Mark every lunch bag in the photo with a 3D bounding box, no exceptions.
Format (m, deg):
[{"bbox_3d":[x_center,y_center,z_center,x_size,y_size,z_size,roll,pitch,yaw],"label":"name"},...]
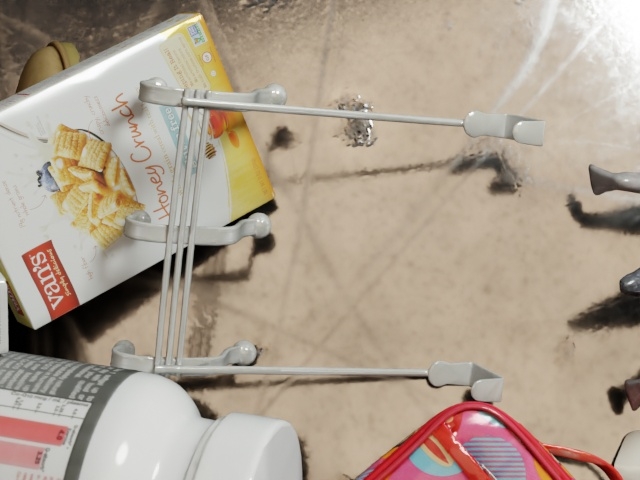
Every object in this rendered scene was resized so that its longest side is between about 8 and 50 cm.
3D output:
[{"bbox_3d":[0.150,0.278,1.350,0.258,0.120,0.293,-41,86,-8],"label":"lunch bag"}]

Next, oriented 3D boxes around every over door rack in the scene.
[{"bbox_3d":[0.000,0.000,1.372,0.324,0.108,0.239,5,100,-12],"label":"over door rack"}]

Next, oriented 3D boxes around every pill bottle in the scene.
[{"bbox_3d":[-0.210,0.193,1.286,0.363,0.210,0.210,7,82,15],"label":"pill bottle"}]

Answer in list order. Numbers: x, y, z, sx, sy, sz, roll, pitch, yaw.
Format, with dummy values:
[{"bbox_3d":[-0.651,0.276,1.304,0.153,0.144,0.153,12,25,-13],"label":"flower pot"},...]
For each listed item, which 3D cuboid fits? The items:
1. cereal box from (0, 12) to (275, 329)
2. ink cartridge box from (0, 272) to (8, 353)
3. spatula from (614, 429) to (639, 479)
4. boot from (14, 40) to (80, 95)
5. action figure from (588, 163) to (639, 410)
[{"bbox_3d":[-0.171,-0.059,1.367,0.240,0.047,0.173,-31,110,-23],"label":"cereal box"},{"bbox_3d":[-0.323,0.048,1.275,0.150,0.109,0.063,-7,112,-23],"label":"ink cartridge box"},{"bbox_3d":[0.384,0.174,1.409,0.242,0.019,0.168,25,77,4],"label":"spatula"},{"bbox_3d":[-0.326,-0.057,1.365,0.269,0.089,0.236,3,82,-24],"label":"boot"},{"bbox_3d":[0.403,0.056,1.342,0.330,0.178,0.341,-10,77,5],"label":"action figure"}]
